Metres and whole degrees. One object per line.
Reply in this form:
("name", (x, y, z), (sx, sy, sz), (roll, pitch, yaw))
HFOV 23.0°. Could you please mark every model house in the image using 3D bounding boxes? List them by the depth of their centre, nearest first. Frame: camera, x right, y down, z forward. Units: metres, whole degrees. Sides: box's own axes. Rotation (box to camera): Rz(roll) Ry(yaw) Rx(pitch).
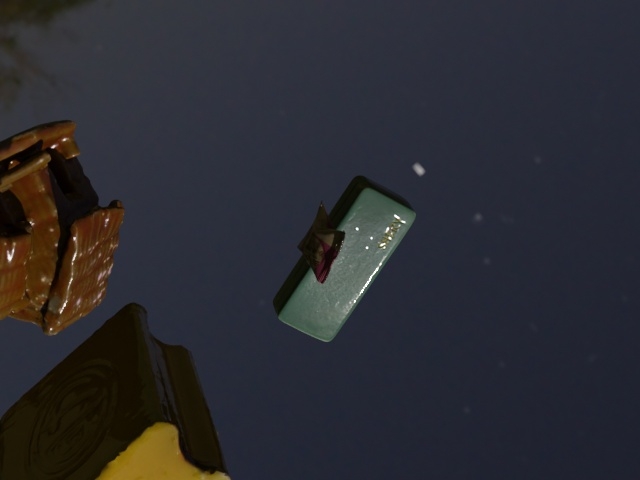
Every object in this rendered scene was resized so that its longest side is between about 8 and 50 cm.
("model house", (-0.348, 0.004, 1.819), (0.219, 0.229, 0.199), (-29, -173, 18))

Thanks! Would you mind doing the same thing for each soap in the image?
("soap", (-0.197, 0.194, 1.421), (0.204, 0.096, 0.324), (-43, -161, 2))

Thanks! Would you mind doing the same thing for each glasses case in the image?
("glasses case", (0.025, 0.021, 1.753), (0.184, 0.077, 0.039), (-56, -155, 14))

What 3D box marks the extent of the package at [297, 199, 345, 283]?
("package", (0.000, 0.000, 1.592), (0.059, 0.029, 0.083), (-64, -153, 17))
